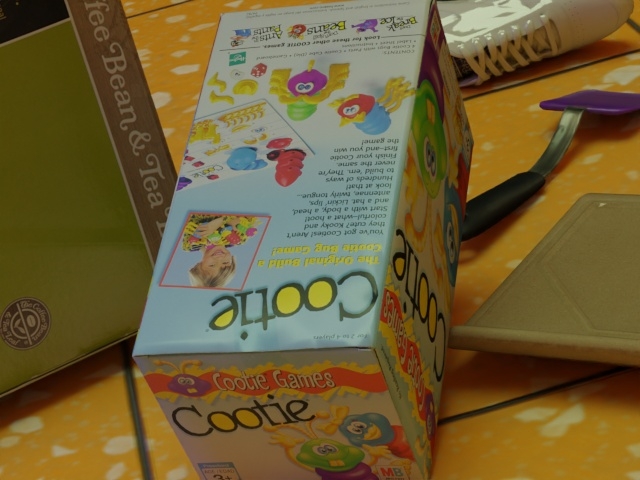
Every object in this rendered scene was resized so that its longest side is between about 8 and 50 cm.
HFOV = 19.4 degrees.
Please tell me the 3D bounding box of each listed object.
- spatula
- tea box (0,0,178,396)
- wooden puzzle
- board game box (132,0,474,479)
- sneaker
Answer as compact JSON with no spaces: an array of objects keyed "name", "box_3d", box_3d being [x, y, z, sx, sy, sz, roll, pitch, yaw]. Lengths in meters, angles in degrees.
[{"name":"spatula","box_3d":[0.172,-0.064,1.423,0.084,0.030,0.296,7,32,34]},{"name":"tea box","box_3d":[-0.294,-0.064,1.295,0.323,0.329,0.220,-23,20,-22]},{"name":"wooden puzzle","box_3d":[0.226,0.030,1.192,0.221,0.044,0.239,4,26,35]},{"name":"board game box","box_3d":[0.000,0.000,1.135,0.144,0.142,0.275,-3,49,17]},{"name":"sneaker","box_3d":[0.156,-0.177,1.627,0.235,0.090,0.095,-9,38,19]}]
